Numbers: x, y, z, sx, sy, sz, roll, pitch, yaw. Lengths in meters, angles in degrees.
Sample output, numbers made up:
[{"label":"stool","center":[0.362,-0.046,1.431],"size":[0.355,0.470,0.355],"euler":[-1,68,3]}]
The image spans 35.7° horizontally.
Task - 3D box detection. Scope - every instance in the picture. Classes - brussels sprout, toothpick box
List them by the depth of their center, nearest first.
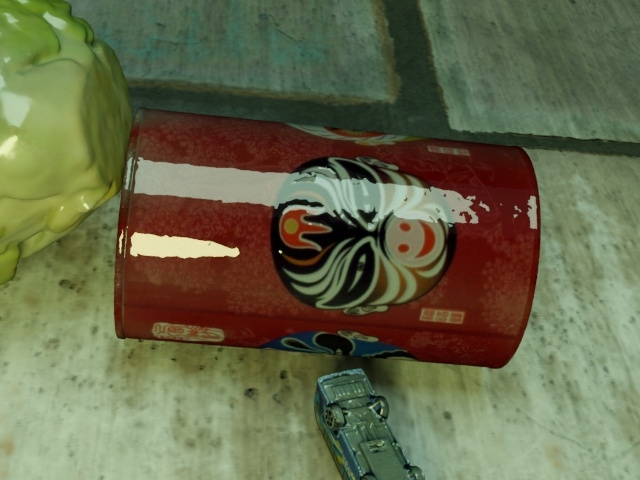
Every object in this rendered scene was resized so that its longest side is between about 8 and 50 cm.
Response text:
[{"label":"brussels sprout","center":[-0.321,-0.089,0.855],"size":[0.344,0.268,0.344],"euler":[-4,76,17]},{"label":"toothpick box","center":[0.000,0.000,0.869],"size":[0.333,0.204,0.204],"euler":[6,42,-5]}]

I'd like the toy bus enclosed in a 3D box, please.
[{"label":"toy bus","center":[0.039,0.176,0.786],"size":[0.051,0.061,0.153],"euler":[-8,46,-22]}]
